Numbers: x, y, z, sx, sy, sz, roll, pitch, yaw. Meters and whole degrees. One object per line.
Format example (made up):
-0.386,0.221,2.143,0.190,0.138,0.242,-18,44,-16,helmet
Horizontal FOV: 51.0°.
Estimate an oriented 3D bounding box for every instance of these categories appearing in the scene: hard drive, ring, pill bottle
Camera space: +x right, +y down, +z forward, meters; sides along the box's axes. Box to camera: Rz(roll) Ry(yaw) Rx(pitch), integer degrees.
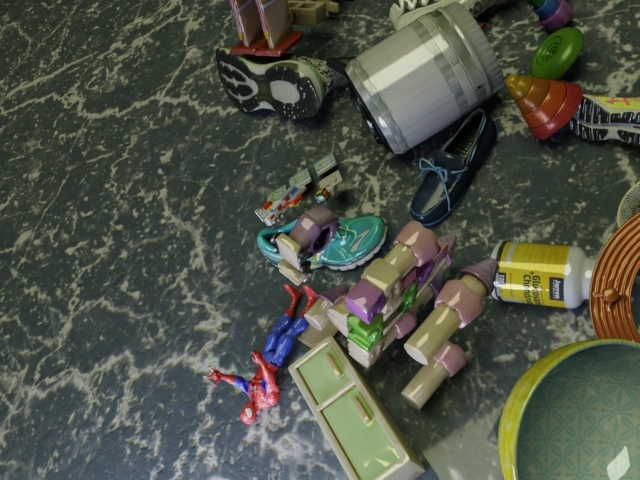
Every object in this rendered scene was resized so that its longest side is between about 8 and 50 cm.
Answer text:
0.094,-0.399,1.545,0.135,0.022,0.094,-15,40,-36,hard drive
0.568,0.091,0.968,0.337,0.032,0.336,-3,80,18,ring
0.381,0.057,1.113,0.184,0.103,0.103,4,64,31,pill bottle

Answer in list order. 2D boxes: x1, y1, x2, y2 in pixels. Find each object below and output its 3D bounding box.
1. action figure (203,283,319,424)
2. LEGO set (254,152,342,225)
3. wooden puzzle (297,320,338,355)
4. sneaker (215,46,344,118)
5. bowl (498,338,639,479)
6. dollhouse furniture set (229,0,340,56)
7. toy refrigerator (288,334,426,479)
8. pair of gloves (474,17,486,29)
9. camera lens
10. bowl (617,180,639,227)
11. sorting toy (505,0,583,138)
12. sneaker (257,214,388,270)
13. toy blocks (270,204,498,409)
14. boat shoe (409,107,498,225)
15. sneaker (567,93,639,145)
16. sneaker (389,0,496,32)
-0.112,0.201,1.269,0.092,0.139,0.280,-2,61,48,action figure
-0.046,-0.115,1.414,0.183,0.060,0.244,-32,22,8,LEGO set
-0.001,0.179,1.303,0.116,0.014,0.079,-48,47,-6,wooden puzzle
-0.101,-0.409,1.671,0.182,0.158,0.410,-32,41,-33,sneaker
0.359,0.274,0.938,0.289,0.289,0.156,-53,10,-10,bowl
-0.080,-0.615,1.624,0.152,0.201,0.374,14,45,30,dollhouse furniture set
0.055,0.299,1.146,0.102,0.094,0.269,-38,50,3,toy refrigerator
0.285,-0.491,1.555,0.198,0.023,0.159,-39,51,3,pair of gloves
0.202,-0.325,1.369,0.274,0.219,0.219,-31,52,8,camera lens
0.571,-0.023,1.075,0.170,0.080,0.170,-14,56,21,bowl
0.421,-0.369,1.309,0.127,0.126,0.365,-36,32,51,sorting toy
0.000,0.000,1.349,0.276,0.110,0.107,-11,57,22,sneaker
0.133,0.056,1.098,0.309,0.288,0.260,36,69,22,toy blocks
0.248,-0.152,1.322,0.109,0.089,0.258,21,73,36,boat shoe
0.544,-0.227,1.229,0.094,0.081,0.208,-26,37,-26,sneaker
0.302,-0.508,1.487,0.292,0.110,0.118,-19,64,20,sneaker
